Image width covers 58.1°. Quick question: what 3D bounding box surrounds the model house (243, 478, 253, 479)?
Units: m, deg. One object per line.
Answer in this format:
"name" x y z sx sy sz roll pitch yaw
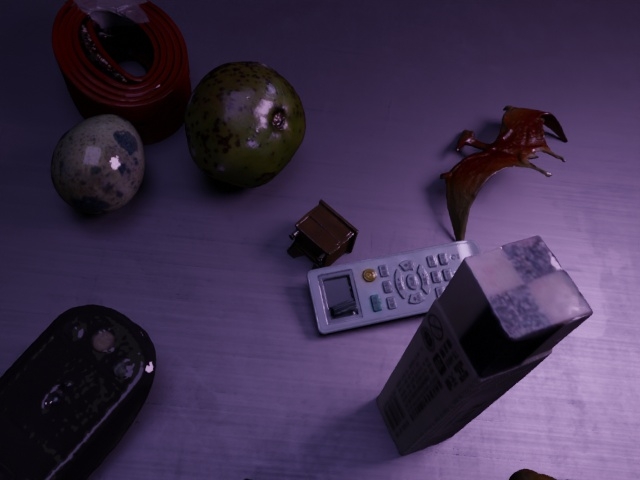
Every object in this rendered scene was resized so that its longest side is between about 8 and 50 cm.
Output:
"model house" -0.047 0.464 0.600 0.267 0.194 0.325 27 63 8

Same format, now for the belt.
"belt" -0.366 -0.333 1.074 0.227 0.115 0.324 -22 66 -20

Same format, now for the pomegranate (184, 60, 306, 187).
"pomegranate" -0.147 -0.199 0.993 0.247 0.214 0.214 14 51 47

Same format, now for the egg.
"egg" -0.357 -0.129 0.938 0.141 0.141 0.182 11 58 1

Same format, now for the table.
"table" 0.000 0.000 0.941 0.083 0.070 0.082 41 64 16

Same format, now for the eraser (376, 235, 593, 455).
"eraser" 0.161 0.148 0.680 0.096 0.404 0.098 -15 60 -17

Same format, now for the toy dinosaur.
"toy dinosaur" 0.337 -0.131 1.051 0.206 0.113 0.328 1 45 25

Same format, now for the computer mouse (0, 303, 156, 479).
"computer mouse" -0.336 0.219 0.762 0.170 0.100 0.269 33 67 18

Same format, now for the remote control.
"remote control" 0.128 0.073 0.923 0.293 0.051 0.103 -10 74 -10

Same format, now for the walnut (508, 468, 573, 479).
"walnut" 0.261 0.388 0.630 0.227 0.283 0.283 -8 60 9
